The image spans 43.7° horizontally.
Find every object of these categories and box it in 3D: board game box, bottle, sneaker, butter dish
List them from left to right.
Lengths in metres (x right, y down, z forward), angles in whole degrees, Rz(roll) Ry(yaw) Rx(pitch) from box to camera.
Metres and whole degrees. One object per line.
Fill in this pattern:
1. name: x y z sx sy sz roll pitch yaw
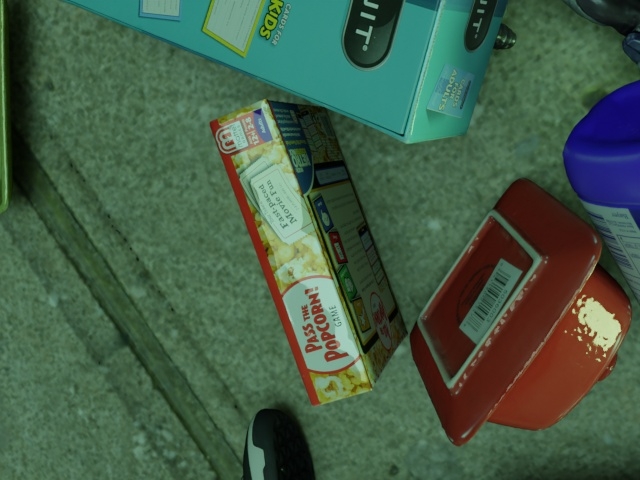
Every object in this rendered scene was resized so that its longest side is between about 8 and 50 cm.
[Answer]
1. sneaker: -0.058 0.254 0.648 0.097 0.084 0.234 -3 97 17
2. board game box: -0.030 -0.238 0.503 0.336 0.079 0.253 28 115 30
3. board game box: 0.000 0.000 0.564 0.045 0.147 0.193 -20 91 17
4. butter dish: 0.151 0.060 0.547 0.118 0.160 0.160 28 105 -14
5. bottle: 0.256 0.033 0.484 0.092 0.118 0.283 -44 112 -18

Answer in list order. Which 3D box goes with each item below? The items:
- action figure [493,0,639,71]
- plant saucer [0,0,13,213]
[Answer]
1. action figure: 0.166 -0.181 0.495 0.285 0.185 0.099 37 61 7
2. plant saucer: -0.341 -0.123 0.695 0.188 0.045 0.188 4 99 15
